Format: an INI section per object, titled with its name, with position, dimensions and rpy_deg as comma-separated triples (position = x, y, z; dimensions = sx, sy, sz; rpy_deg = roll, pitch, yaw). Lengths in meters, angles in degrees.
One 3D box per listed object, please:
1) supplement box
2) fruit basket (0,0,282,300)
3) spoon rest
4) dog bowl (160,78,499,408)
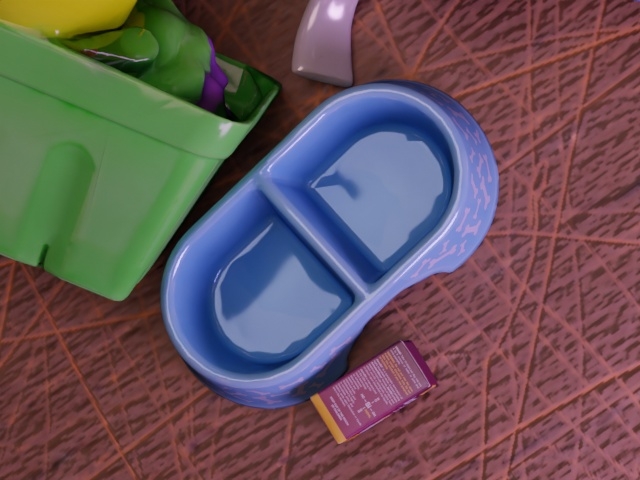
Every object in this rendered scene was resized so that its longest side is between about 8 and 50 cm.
[supplement box]
position = 0.041, 0.113, 1.251
dimensions = 0.083, 0.055, 0.043
rpy_deg = -33, 81, 7
[fruit basket]
position = -0.200, -0.182, 1.181
dimensions = 0.392, 0.283, 0.392
rpy_deg = 1, 103, 5
[spoon rest]
position = 0.071, -0.206, 1.196
dimensions = 0.276, 0.137, 0.084
rpy_deg = -33, 55, 48
[dog bowl]
position = 0.000, 0.000, 1.260
dimensions = 0.297, 0.074, 0.166
rpy_deg = -43, 78, 5
